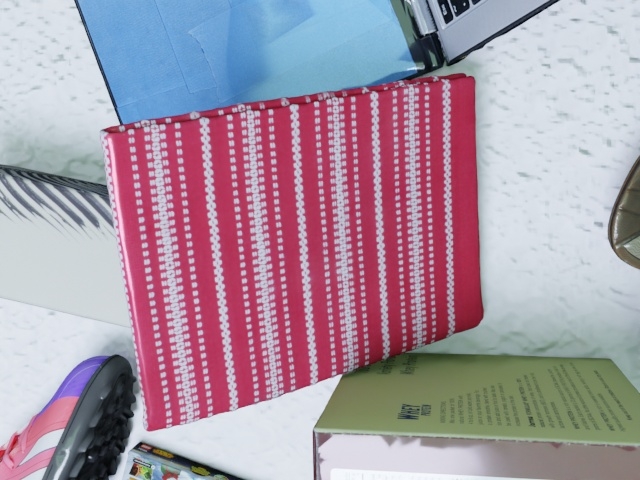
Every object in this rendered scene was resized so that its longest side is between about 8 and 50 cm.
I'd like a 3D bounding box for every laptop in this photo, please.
[{"bbox_3d":[-0.036,-0.283,0.496,0.236,0.408,0.382,-21,92,-23],"label":"laptop"}]

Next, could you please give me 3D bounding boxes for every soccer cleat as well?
[{"bbox_3d":[-0.256,0.222,0.641,0.116,0.108,0.318,28,101,10],"label":"soccer cleat"}]

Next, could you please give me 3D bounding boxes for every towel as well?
[{"bbox_3d":[0.000,0.000,0.523,0.275,0.031,0.199,-13,108,-27],"label":"towel"}]

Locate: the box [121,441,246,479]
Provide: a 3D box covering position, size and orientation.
[{"bbox_3d":[-0.107,0.238,0.653,0.137,0.027,0.094,18,97,7],"label":"box"}]

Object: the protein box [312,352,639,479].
[{"bbox_3d":[0.110,0.165,0.522,0.201,0.200,0.136,0,95,9],"label":"protein box"}]

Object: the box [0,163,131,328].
[{"bbox_3d":[-0.154,0.009,0.599,0.275,0.113,0.094,11,95,7],"label":"box"}]

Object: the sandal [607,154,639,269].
[{"bbox_3d":[0.270,-0.076,0.550,0.090,0.060,0.219,24,84,-4],"label":"sandal"}]
